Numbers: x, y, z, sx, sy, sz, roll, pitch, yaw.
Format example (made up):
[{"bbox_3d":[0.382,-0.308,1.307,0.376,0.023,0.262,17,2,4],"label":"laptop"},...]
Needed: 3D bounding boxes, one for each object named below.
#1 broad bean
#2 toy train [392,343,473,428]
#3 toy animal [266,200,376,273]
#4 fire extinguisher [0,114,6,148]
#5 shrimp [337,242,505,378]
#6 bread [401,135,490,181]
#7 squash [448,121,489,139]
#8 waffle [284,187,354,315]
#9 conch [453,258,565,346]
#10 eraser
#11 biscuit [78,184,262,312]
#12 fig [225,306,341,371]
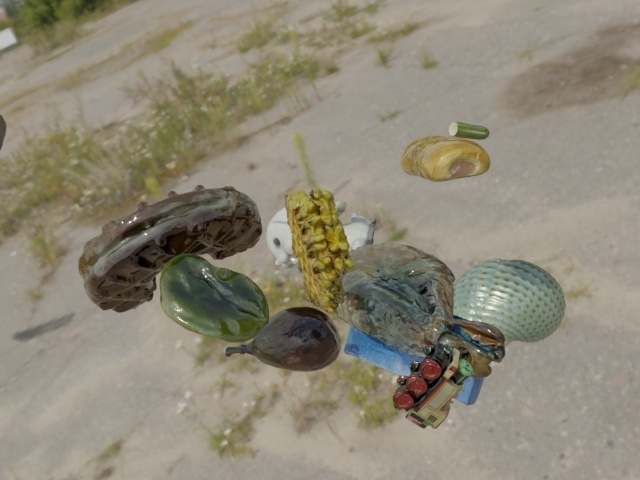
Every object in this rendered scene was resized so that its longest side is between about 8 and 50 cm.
[{"bbox_3d":[-0.191,0.101,1.464,0.207,0.072,0.153,31,56,25],"label":"broad bean"},{"bbox_3d":[0.164,0.209,1.228,0.138,0.087,0.050,-56,6,32],"label":"toy train"},{"bbox_3d":[0.014,-0.006,2.136,0.249,0.289,0.174,124,164,-53],"label":"toy animal"},{"bbox_3d":[-0.481,-0.146,1.042,0.177,0.050,0.062,9,-9,2],"label":"fire extinguisher"},{"bbox_3d":[0.168,0.114,1.515,0.221,0.109,0.446,-29,34,-18],"label":"shrimp"},{"bbox_3d":[0.265,-0.183,1.862,0.142,0.091,0.305,-6,9,-8],"label":"bread"},{"bbox_3d":[0.273,-0.198,1.544,0.083,0.027,0.027,4,3,-32],"label":"squash"},{"bbox_3d":[0.001,0.017,1.299,0.070,0.197,0.193,-13,3,-10],"label":"waffle"},{"bbox_3d":[0.472,0.155,2.237,0.319,0.215,0.303,-14,23,-39],"label":"conch"},{"bbox_3d":[0.178,0.189,1.579,0.312,0.043,0.144,16,90,46],"label":"eraser"},{"bbox_3d":[-0.293,0.013,1.593,0.366,0.115,0.268,-31,-17,12],"label":"biscuit"},{"bbox_3d":[-0.090,0.230,1.926,0.274,0.145,0.170,-10,9,13],"label":"fig"}]
